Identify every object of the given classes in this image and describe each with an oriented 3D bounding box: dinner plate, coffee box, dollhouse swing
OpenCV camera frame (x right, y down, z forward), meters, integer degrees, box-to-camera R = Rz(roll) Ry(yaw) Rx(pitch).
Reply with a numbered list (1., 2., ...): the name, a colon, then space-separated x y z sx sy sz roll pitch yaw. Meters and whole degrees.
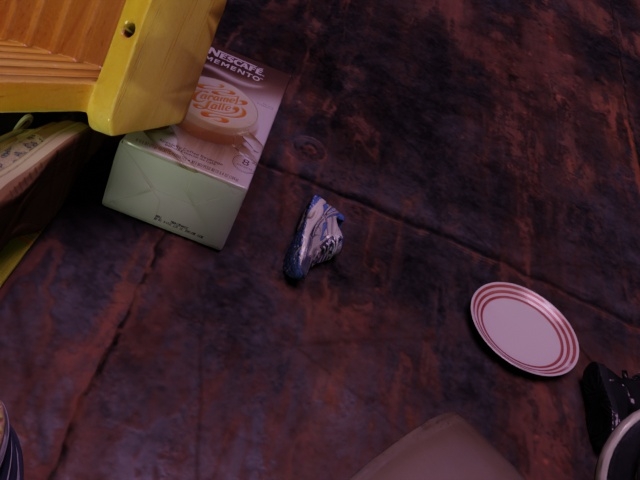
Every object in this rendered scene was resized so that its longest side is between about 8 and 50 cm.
1. dinner plate: 0.238 0.106 1.020 0.141 0.017 0.141 16 40 -14
2. coffee box: -0.135 -0.121 0.993 0.141 0.098 0.246 22 39 -7
3. dollhouse swing: -0.318 -0.267 0.813 0.346 0.315 0.305 21 2 25

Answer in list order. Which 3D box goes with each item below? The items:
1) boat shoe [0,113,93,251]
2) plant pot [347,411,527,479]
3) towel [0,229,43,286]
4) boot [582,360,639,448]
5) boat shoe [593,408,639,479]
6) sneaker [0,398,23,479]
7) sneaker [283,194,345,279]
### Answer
1. boat shoe: -0.298 -0.051 0.778 0.089 0.105 0.285 27 28 2
2. plant pot: 0.071 0.302 0.452 0.280 0.323 0.323 40 41 23
3. towel: -0.331 0.002 0.810 0.102 0.021 0.237 23 39 -4
4. boot: 0.348 0.193 0.967 0.099 0.045 0.121 22 39 -11
5. boat shoe: 0.315 0.286 0.442 0.186 0.156 0.500 -19 53 -5
6. sneaker: -0.282 0.224 0.550 0.099 0.153 0.282 28 69 -3
7. sneaker: 0.000 0.000 0.976 0.058 0.052 0.135 27 39 -7
